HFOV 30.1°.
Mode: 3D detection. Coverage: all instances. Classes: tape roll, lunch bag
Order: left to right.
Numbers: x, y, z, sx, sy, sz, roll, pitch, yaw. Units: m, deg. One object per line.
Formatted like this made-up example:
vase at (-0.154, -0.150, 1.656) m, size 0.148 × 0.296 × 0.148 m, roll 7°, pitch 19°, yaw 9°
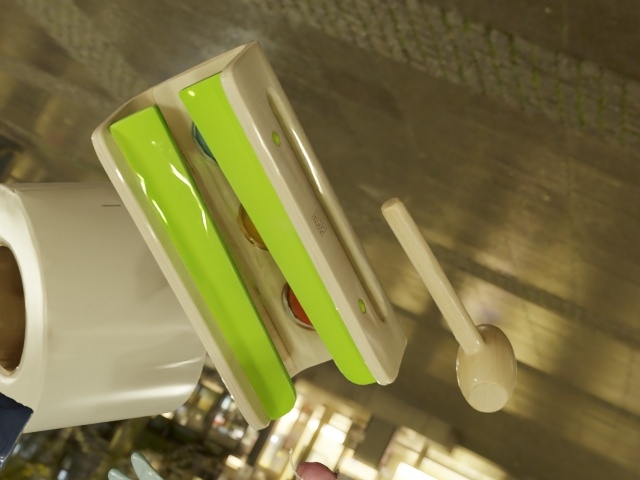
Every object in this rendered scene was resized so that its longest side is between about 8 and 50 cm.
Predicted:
lunch bag at (-0.276, 0.157, 0.937) m, size 0.065 × 0.098 × 0.067 m, roll 29°, pitch -146°, yaw -6°
tape roll at (-0.240, 0.062, 1.187) m, size 0.169 × 0.246 × 0.246 m, roll -2°, pitch -171°, yaw -34°

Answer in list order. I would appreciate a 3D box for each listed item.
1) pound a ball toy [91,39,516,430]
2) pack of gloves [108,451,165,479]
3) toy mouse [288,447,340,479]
pound a ball toy at (0.000, 0.000, 0.927) m, size 0.319 × 0.208 × 0.136 m, roll 62°, pitch -160°, yaw -16°
pack of gloves at (-0.112, 0.260, 0.753) m, size 0.046 × 0.195 × 0.232 m, roll 5°, pitch -163°, yaw -42°
toy mouse at (0.009, 0.281, 1.224) m, size 0.031 × 0.161 × 0.143 m, roll -7°, pitch -175°, yaw 36°
